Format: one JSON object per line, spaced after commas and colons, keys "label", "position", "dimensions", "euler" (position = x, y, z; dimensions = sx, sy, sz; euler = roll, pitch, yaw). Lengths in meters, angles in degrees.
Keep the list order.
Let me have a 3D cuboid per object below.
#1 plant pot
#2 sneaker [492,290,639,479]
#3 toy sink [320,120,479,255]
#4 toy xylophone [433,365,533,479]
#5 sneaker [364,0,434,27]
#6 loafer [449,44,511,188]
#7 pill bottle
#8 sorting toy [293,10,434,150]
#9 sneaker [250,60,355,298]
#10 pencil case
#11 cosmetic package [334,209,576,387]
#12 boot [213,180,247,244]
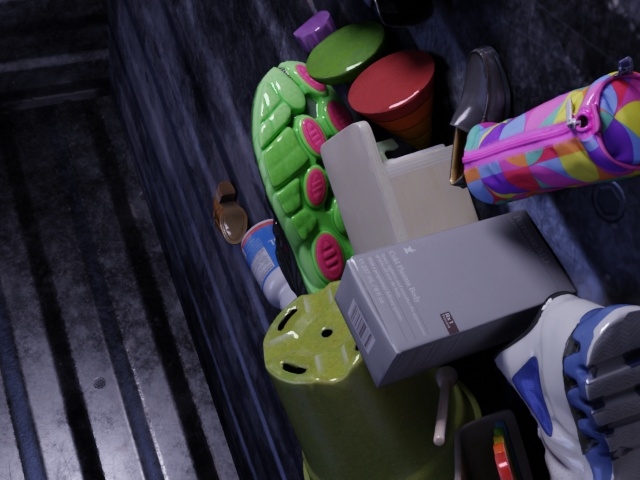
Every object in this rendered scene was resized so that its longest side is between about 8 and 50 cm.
{"label": "plant pot", "position": [0.054, 0.202, 1.021], "dimensions": [0.276, 0.276, 0.254], "euler": [42, 163, 55]}
{"label": "sneaker", "position": [0.277, 0.186, 0.794], "dimensions": [0.182, 0.127, 0.315], "euler": [-135, 36, -68]}
{"label": "toy sink", "position": [0.115, -0.050, 1.019], "dimensions": [0.153, 0.131, 0.234], "euler": [-20, 89, 69]}
{"label": "toy xylophone", "position": [0.198, 0.278, 0.855], "dimensions": [0.322, 0.081, 0.236], "euler": [-65, -43, -73]}
{"label": "sneaker", "position": [0.071, -0.339, 0.942], "dimensions": [0.350, 0.131, 0.148], "euler": [-158, 61, -64]}
{"label": "loafer", "position": [0.182, -0.140, 0.883], "dimensions": [0.062, 0.061, 0.170], "euler": [-146, 46, -61]}
{"label": "pill bottle", "position": [-0.074, 0.066, 1.578], "dimensions": [0.221, 0.124, 0.124], "euler": [56, 151, 40]}
{"label": "sorting toy", "position": [0.070, -0.229, 1.105], "dimensions": [0.126, 0.127, 0.365], "euler": [54, 179, -38]}
{"label": "sneaker", "position": [-0.027, -0.049, 1.243], "dimensions": [0.202, 0.185, 0.483], "euler": [15, 122, 57]}
{"label": "pencil case", "position": [0.231, -0.095, 0.741], "dimensions": [0.236, 0.104, 0.104], "euler": [162, 94, -70]}
{"label": "cosmetic package", "position": [0.150, 0.062, 0.855], "dimensions": [0.127, 0.238, 0.107], "euler": [62, 158, 26]}
{"label": "boot", "position": [-0.246, -0.042, 2.023], "dimensions": [0.152, 0.073, 0.197], "euler": [111, 152, -54]}
